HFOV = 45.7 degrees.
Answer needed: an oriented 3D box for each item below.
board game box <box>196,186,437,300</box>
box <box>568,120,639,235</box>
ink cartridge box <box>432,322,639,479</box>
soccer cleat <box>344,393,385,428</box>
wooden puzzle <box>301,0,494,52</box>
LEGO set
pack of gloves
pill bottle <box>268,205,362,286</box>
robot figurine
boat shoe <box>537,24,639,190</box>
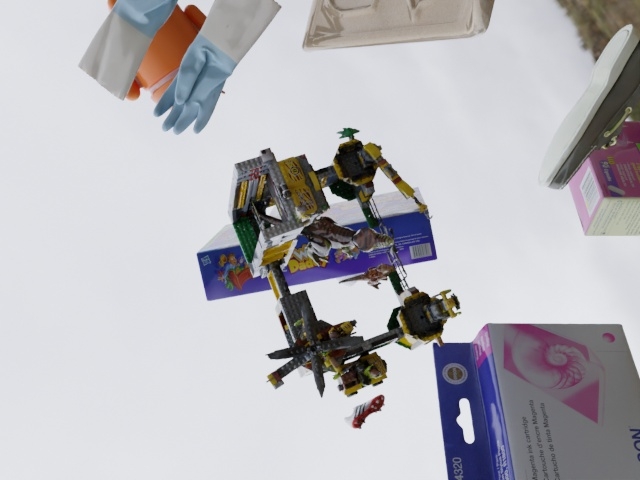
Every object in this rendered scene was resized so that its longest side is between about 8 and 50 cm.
[{"bbox_3d":[0.000,0.000,1.214,0.233,0.346,0.078,-74,-28,-78],"label":"board game box"},{"bbox_3d":[0.634,-0.126,1.519,0.242,0.117,0.214,0,-129,-3],"label":"box"},{"bbox_3d":[0.361,0.277,1.230,0.329,0.072,0.324,0,-134,0],"label":"ink cartridge box"},{"bbox_3d":[0.075,0.283,1.274,0.083,0.035,0.029,-38,-55,-31],"label":"soccer cleat"},{"bbox_3d":[0.116,-0.362,0.820,0.080,0.347,0.322,13,-88,-31],"label":"wooden puzzle"},{"bbox_3d":[0.026,0.010,0.901,0.254,0.192,0.332,-11,-105,-13],"label":"LEGO set"},{"bbox_3d":[-0.184,-0.269,1.008,0.195,0.232,0.046,38,-162,3],"label":"pack of gloves"},{"bbox_3d":[-0.009,0.007,1.620,0.221,0.124,0.124,29,-141,-15],"label":"pill bottle"},{"bbox_3d":[-0.249,-0.305,1.218,0.219,0.128,0.158,56,-137,-12],"label":"robot figurine"},{"bbox_3d":[0.482,-0.211,1.307,0.091,0.305,0.109,26,-163,-7],"label":"boat shoe"}]
